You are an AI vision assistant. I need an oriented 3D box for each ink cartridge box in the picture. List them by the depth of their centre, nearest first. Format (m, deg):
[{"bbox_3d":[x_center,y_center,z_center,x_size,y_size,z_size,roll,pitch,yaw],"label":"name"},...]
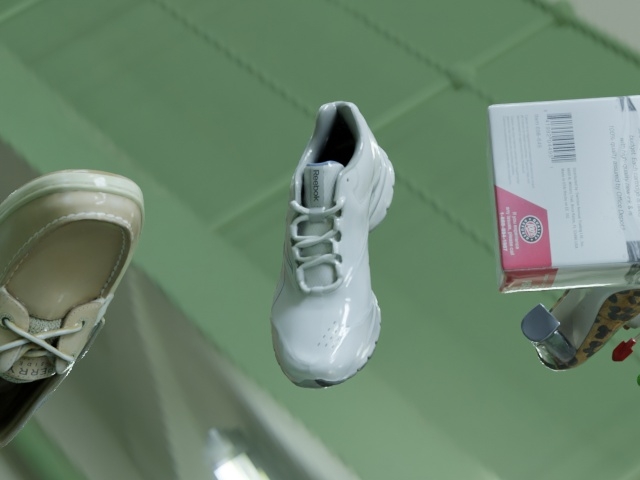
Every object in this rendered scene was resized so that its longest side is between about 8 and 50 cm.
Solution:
[{"bbox_3d":[0.261,-0.042,1.568,0.092,0.217,0.159,78,9,-74],"label":"ink cartridge box"}]

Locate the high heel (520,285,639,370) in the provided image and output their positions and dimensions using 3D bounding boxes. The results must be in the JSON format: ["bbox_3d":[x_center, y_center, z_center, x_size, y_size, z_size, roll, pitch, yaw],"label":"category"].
[{"bbox_3d":[0.345,0.049,1.972,0.093,0.261,0.186,58,6,21],"label":"high heel"}]

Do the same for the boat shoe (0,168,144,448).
[{"bbox_3d":[-0.206,0.058,1.277,0.302,0.109,0.098,-48,-140,45],"label":"boat shoe"}]

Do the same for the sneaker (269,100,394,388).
[{"bbox_3d":[0.000,0.000,1.665,0.129,0.111,0.297,69,22,-55],"label":"sneaker"}]

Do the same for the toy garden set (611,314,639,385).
[{"bbox_3d":[0.519,0.103,2.500,0.203,0.244,0.049,27,19,-14],"label":"toy garden set"}]
